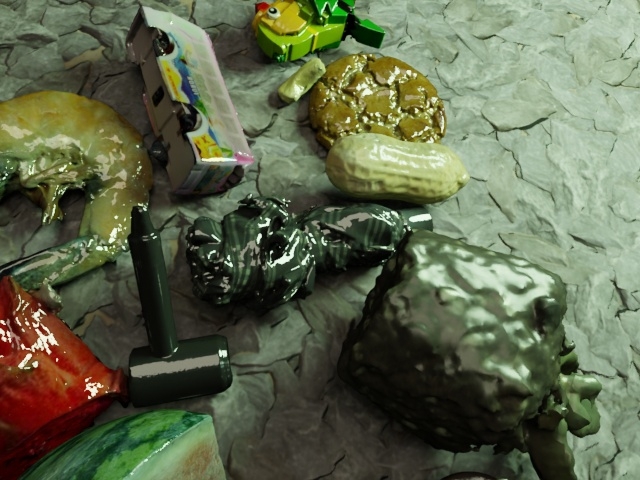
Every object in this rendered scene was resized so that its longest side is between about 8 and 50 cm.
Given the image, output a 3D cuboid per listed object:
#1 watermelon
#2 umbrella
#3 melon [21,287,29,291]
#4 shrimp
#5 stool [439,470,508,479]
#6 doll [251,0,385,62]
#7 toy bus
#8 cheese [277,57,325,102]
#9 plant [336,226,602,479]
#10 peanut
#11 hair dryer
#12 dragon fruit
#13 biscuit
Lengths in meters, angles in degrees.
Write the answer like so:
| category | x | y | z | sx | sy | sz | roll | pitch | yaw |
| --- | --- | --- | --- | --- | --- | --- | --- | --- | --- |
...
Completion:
| category | x | y | z | sx | sy | sz | roll | pitch | yaw |
| --- | --- | --- | --- | --- | --- | --- | --- | --- | --- |
| watermelon | -0.189 | 0.276 | 0.564 | 0.201 | 0.262 | 0.213 | 50 | 48 | -6 |
| umbrella | 0.002 | 0.007 | 0.768 | 0.337 | 0.128 | 0.154 | -4 | 42 | -14 |
| melon | -0.370 | 0.106 | 0.686 | 0.131 | 0.098 | 0.098 | -24 | 70 | -18 |
| shrimp | -0.411 | -0.025 | 0.760 | 0.445 | 0.085 | 0.272 | -38 | 80 | -27 |
| stool | 0.193 | 0.324 | 0.654 | 0.217 | 0.121 | 0.125 | 16 | 62 | 5 |
| doll | -0.012 | -0.340 | 0.946 | 0.187 | 0.106 | 0.134 | -21 | 74 | -17 |
| toy bus | -0.190 | -0.196 | 0.854 | 0.112 | 0.090 | 0.273 | -4 | 64 | -39 |
| cheese | -0.027 | -0.242 | 0.926 | 0.083 | 0.030 | 0.044 | -43 | 34 | -2 |
| plant | 0.190 | 0.137 | 0.688 | 0.312 | 0.213 | 0.215 | 30 | 62 | 6 |
| peanut | 0.106 | -0.096 | 0.831 | 0.215 | 0.099 | 0.090 | 6 | 87 | -19 |
| hair dryer | -0.164 | 0.071 | 0.671 | 0.114 | 0.247 | 0.070 | -7 | 26 | -12 |
| dragon fruit | -0.386 | 0.175 | 0.582 | 0.344 | 0.100 | 0.282 | -40 | 109 | -18 |
| biscuit | 0.089 | -0.199 | 0.930 | 0.226 | 0.042 | 0.225 | 4 | 65 | -8 |
